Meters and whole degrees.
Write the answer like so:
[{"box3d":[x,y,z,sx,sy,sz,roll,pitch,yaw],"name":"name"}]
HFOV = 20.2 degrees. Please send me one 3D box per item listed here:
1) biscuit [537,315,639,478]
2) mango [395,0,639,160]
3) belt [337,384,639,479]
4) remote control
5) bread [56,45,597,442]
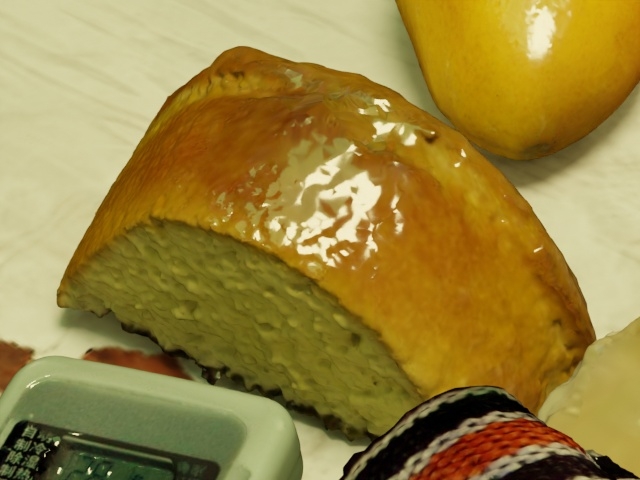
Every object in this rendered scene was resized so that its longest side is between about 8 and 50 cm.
[{"box3d":[0.266,0.110,0.626,0.429,0.104,0.446,-30,46,-19],"name":"biscuit"},{"box3d":[0.106,-0.130,0.915,0.144,0.112,0.219,-3,55,7],"name":"mango"},{"box3d":[-0.026,0.195,0.517,0.359,0.126,0.094,-44,30,-8],"name":"belt"},{"box3d":[-0.119,0.168,0.672,0.140,0.056,0.296,9,47,23],"name":"remote control"},{"box3d":[-0.006,-0.008,0.782,0.260,0.134,0.129,19,51,28],"name":"bread"}]
